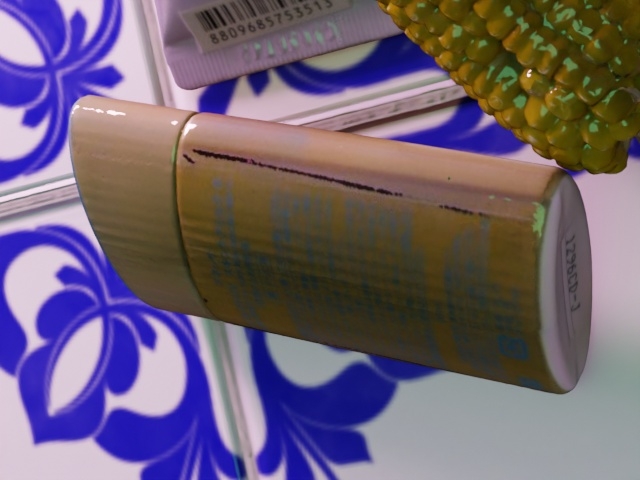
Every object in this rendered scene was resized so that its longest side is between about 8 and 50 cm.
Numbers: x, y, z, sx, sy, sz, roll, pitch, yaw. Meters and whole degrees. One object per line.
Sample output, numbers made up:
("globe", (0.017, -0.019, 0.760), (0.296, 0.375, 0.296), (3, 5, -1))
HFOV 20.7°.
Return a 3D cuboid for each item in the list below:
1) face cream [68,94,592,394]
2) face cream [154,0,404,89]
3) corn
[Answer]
("face cream", (0.000, 0.000, 0.937), (0.285, 0.067, 0.139), (10, 131, 25))
("face cream", (-0.057, -0.226, 0.956), (0.154, 0.096, 0.274), (-13, 102, 24))
("corn", (0.072, -0.152, 0.859), (0.322, 0.119, 0.119), (46, 112, 1))
